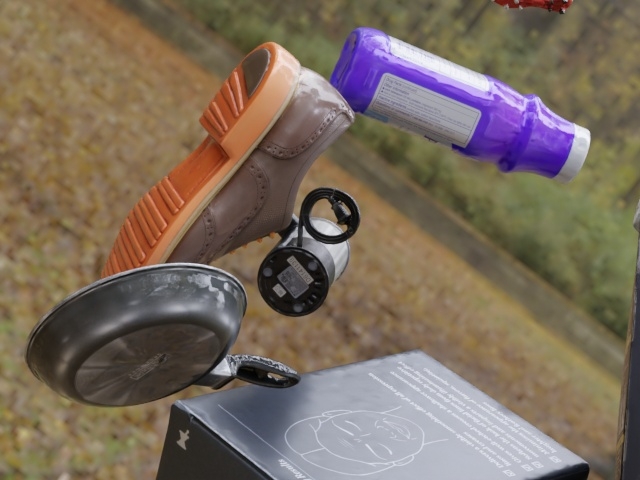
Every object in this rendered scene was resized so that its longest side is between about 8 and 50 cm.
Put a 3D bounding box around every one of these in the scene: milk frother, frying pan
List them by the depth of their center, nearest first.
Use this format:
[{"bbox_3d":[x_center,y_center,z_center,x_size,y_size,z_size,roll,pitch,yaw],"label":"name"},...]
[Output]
[{"bbox_3d":[-0.139,0.115,1.578,0.326,0.197,0.053,63,5,-59],"label":"frying pan"},{"bbox_3d":[0.000,0.000,2.057,0.129,0.143,0.135,66,17,-10],"label":"milk frother"}]

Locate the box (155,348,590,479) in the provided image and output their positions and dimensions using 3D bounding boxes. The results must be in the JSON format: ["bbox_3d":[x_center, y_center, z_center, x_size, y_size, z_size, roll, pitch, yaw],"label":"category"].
[{"bbox_3d":[0.052,0.303,2.009,0.395,0.212,0.293,-7,30,-43],"label":"box"}]

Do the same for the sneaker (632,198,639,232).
[{"bbox_3d":[0.449,-0.054,2.018,0.090,0.232,0.115,45,49,-12],"label":"sneaker"}]

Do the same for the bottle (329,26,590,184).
[{"bbox_3d":[0.152,-0.140,1.929,0.283,0.092,0.118,21,10,-11],"label":"bottle"}]

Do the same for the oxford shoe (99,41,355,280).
[{"bbox_3d":[-0.103,-0.019,1.806,0.132,0.364,0.130,31,15,-26],"label":"oxford shoe"}]

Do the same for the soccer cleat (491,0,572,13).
[{"bbox_3d":[0.186,-0.226,1.607,0.083,0.029,0.036,7,48,-5],"label":"soccer cleat"}]

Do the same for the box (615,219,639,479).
[{"bbox_3d":[0.365,0.169,1.890,0.097,0.318,0.395,3,-11,10],"label":"box"}]
